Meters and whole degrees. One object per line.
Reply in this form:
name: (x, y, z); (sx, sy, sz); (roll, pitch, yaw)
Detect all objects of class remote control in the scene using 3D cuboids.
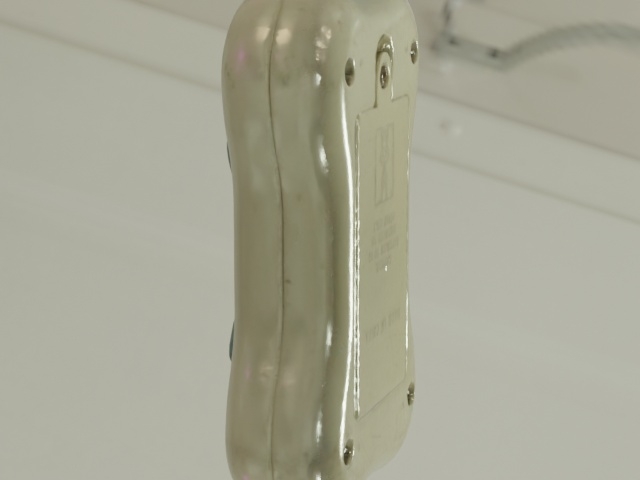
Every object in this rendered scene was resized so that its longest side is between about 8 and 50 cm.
remote control: (0.000, 0.000, 0.411); (0.074, 0.032, 0.122); (-28, 119, -68)
